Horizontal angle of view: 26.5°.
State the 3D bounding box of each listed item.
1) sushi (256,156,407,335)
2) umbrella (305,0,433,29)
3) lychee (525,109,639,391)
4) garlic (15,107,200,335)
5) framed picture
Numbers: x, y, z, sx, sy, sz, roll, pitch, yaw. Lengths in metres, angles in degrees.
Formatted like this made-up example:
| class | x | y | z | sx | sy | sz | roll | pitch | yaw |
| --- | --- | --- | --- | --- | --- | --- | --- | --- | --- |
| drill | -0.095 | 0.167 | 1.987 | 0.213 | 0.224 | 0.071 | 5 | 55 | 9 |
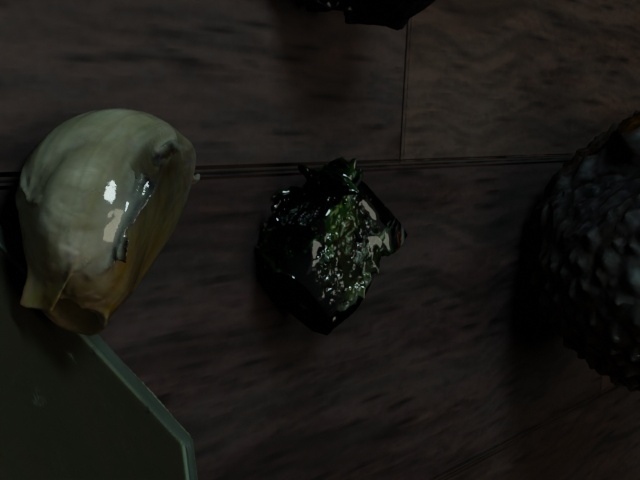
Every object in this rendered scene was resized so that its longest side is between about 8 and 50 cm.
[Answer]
| class | x | y | z | sx | sy | sz | roll | pitch | yaw |
| --- | --- | --- | --- | --- | --- | --- | --- | --- | --- |
| sushi | 0.000 | 0.000 | 0.818 | 0.083 | 0.056 | 0.084 | -60 | 145 | -23 |
| umbrella | 0.056 | -0.258 | 0.818 | 0.122 | 0.110 | 0.272 | 20 | 74 | -24 |
| lychee | 0.324 | 0.010 | 1.135 | 0.300 | 0.300 | 0.300 | -18 | 111 | -58 |
| garlic | -0.100 | -0.023 | 0.629 | 0.152 | 0.066 | 0.084 | -68 | 172 | -48 |
| framed picture | -0.104 | 0.110 | 0.599 | 0.252 | 0.014 | 0.197 | 58 | 14 | -47 |
